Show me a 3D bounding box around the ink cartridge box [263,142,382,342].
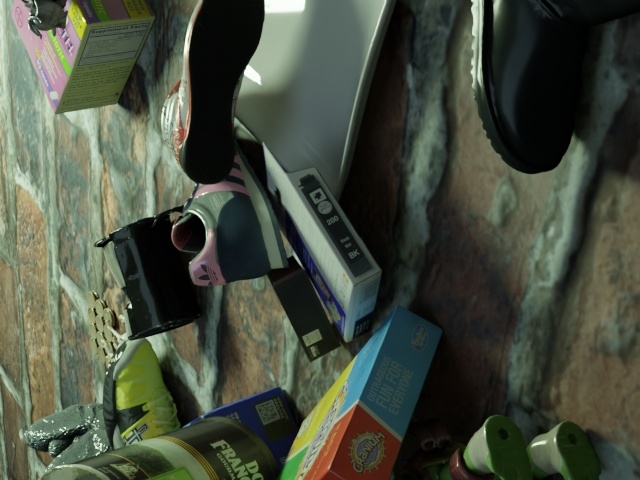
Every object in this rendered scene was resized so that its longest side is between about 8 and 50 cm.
[{"bbox_3d":[0.000,0.000,1.235,0.208,0.045,0.206,57,167,19],"label":"ink cartridge box"}]

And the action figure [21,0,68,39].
[{"bbox_3d":[-0.403,-0.417,1.462,0.185,0.099,0.285,141,129,-61],"label":"action figure"}]

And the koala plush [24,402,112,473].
[{"bbox_3d":[-0.447,0.453,2.051,0.196,0.203,0.221,49,161,46],"label":"koala plush"}]

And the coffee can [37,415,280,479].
[{"bbox_3d":[-0.206,0.352,1.300,0.201,0.275,0.201,3,96,34],"label":"coffee can"}]

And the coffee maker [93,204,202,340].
[{"bbox_3d":[-0.269,0.059,1.648,0.171,0.120,0.178,-30,79,55],"label":"coffee maker"}]

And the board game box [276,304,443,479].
[{"bbox_3d":[0.019,0.254,1.215,0.064,0.242,0.316,30,138,-2],"label":"board game box"}]

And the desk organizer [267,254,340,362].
[{"bbox_3d":[-0.024,0.088,1.321,0.130,0.047,0.050,66,173,-30],"label":"desk organizer"}]

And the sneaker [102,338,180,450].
[{"bbox_3d":[-0.286,0.357,1.816,0.147,0.145,0.384,-3,100,24],"label":"sneaker"}]

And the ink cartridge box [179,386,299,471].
[{"bbox_3d":[-0.122,0.395,1.552,0.395,0.151,0.270,-39,71,52],"label":"ink cartridge box"}]

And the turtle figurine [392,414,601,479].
[{"bbox_3d":[0.158,0.302,1.069,0.198,0.274,0.266,36,138,-6],"label":"turtle figurine"}]

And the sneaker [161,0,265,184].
[{"bbox_3d":[-0.145,-0.217,1.294,0.145,0.090,0.270,-136,53,-61],"label":"sneaker"}]

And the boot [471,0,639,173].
[{"bbox_3d":[0.222,-0.186,0.857,0.207,0.094,0.246,-4,94,60],"label":"boot"}]

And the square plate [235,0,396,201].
[{"bbox_3d":[-0.033,-0.267,1.237,0.344,0.049,0.347,48,138,35],"label":"square plate"}]

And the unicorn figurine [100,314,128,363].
[{"bbox_3d":[-0.371,0.198,1.917,0.111,0.060,0.162,50,155,31],"label":"unicorn figurine"}]

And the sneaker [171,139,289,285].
[{"bbox_3d":[-0.145,-0.049,1.352,0.319,0.131,0.112,-123,16,-57],"label":"sneaker"}]

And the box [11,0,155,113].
[{"bbox_3d":[-0.392,-0.364,1.653,0.213,0.117,0.243,63,144,16],"label":"box"}]

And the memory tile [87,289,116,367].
[{"bbox_3d":[-0.435,0.181,2.034,0.113,0.012,0.148,34,130,44],"label":"memory tile"}]
